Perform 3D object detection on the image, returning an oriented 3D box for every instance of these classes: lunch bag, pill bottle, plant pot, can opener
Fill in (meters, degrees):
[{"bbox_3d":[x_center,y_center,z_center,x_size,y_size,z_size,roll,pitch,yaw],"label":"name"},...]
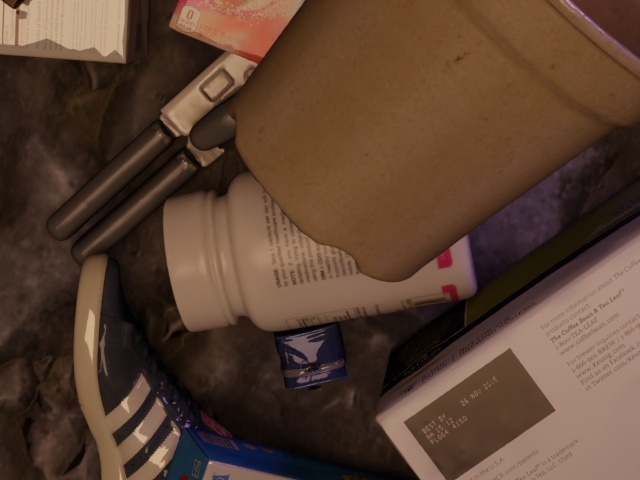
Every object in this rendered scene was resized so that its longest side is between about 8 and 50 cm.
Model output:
[{"bbox_3d":[-0.009,0.113,1.928,0.067,0.098,0.065,-12,101,0],"label":"lunch bag"},{"bbox_3d":[0.000,0.000,1.878,0.283,0.160,0.160,-10,98,5],"label":"pill bottle"},{"bbox_3d":[0.097,-0.143,1.647,0.334,0.334,0.305,45,110,-4],"label":"plant pot"},{"bbox_3d":[-0.157,-0.082,1.916,0.280,0.093,0.074,-40,95,14],"label":"can opener"}]

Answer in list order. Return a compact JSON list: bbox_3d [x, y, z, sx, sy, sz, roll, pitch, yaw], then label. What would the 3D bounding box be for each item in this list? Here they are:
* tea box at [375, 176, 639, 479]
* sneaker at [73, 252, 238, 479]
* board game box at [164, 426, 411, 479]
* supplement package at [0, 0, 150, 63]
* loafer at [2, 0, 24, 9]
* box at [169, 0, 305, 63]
[{"bbox_3d":[0.247,0.124,1.799,0.329,0.323,0.220,-35,95,9],"label":"tea box"},{"bbox_3d":[-0.156,0.175,1.941,0.148,0.131,0.350,-8,106,3],"label":"sneaker"},{"bbox_3d":[-0.038,0.366,1.918,0.308,0.086,0.302,16,101,-24],"label":"board game box"},{"bbox_3d":[-0.293,-0.247,1.869,0.244,0.139,0.134,4,98,4],"label":"supplement package"},{"bbox_3d":[-0.238,-0.259,1.768,0.148,0.056,0.050,-27,95,16],"label":"loafer"},{"bbox_3d":[0.027,-0.219,1.850,0.300,0.142,0.154,23,99,0],"label":"box"}]
